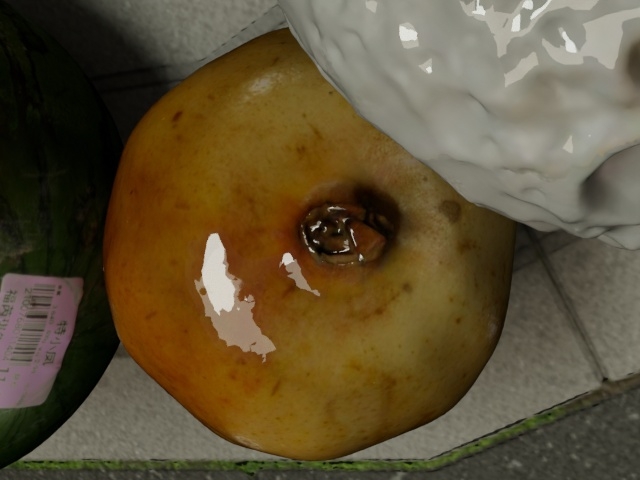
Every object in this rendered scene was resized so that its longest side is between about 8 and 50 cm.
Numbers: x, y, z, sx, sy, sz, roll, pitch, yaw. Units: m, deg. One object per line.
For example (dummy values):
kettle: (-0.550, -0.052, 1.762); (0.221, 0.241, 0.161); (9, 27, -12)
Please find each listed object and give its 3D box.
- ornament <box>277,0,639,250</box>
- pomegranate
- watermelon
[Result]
ornament: (0.138, -0.175, 0.756); (0.337, 0.337, 0.337); (16, 127, 22)
pomegranate: (0.000, 0.000, 1.001); (0.264, 0.264, 0.264); (16, 127, 22)
watermelon: (-0.286, -0.009, 1.120); (0.363, 0.363, 0.363); (16, 127, 22)
